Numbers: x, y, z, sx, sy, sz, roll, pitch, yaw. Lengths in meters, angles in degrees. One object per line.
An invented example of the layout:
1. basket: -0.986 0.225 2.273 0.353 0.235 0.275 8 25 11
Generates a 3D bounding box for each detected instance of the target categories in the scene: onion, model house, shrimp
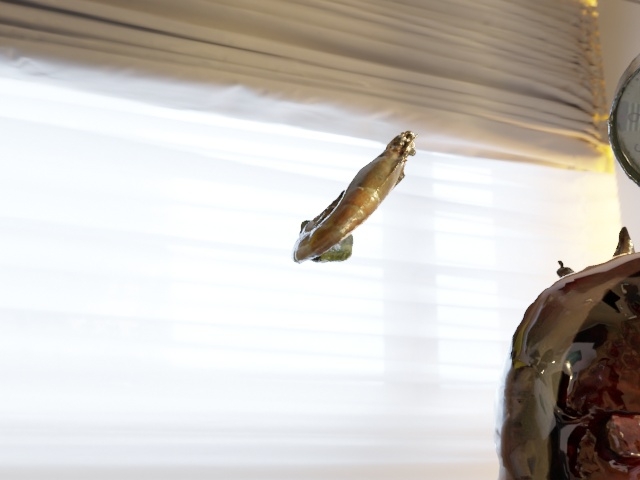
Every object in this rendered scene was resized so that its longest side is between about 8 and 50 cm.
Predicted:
1. onion: 0.261 0.145 0.500 0.195 0.272 0.271 62 23 -62
2. model house: 0.000 0.000 1.042 0.083 0.079 0.066 17 75 -63
3. shrimp: 0.044 -0.060 0.898 0.251 0.052 0.144 -43 -166 -27

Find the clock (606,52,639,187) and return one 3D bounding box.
1. clock: 0.615 -0.184 1.072 0.061 0.313 0.312 -48 170 -41

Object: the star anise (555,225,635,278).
1. star anise: 0.398 0.113 0.889 0.272 0.103 0.271 -35 -142 32
